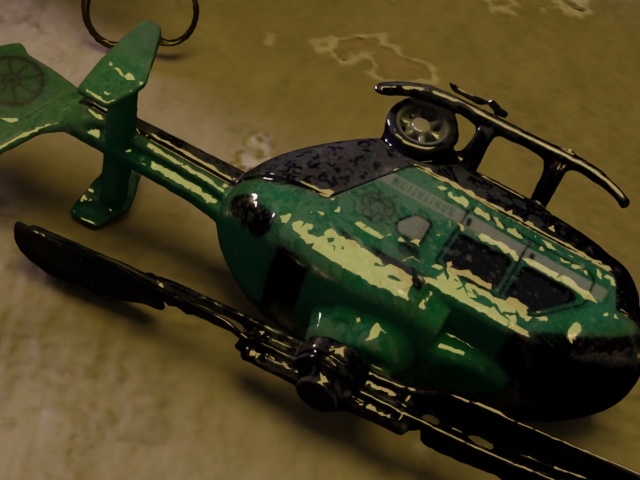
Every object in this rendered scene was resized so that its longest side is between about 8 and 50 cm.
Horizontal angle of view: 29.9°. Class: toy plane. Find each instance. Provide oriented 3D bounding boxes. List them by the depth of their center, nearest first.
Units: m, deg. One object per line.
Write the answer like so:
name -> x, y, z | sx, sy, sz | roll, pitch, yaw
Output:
toy plane -> 0.000, 0.000, 0.536 | 0.381, 0.106, 0.155 | 29, 52, 6

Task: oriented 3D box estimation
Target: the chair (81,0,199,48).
chair -> -0.201, -0.152, 0.563 | 0.325, 0.160, 0.170 | -1, 24, -16
